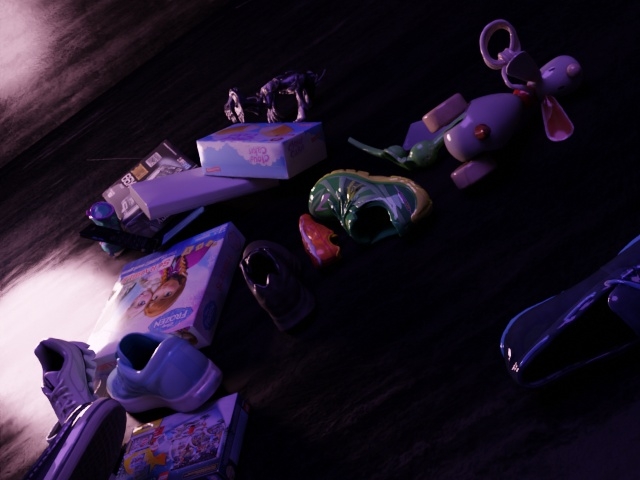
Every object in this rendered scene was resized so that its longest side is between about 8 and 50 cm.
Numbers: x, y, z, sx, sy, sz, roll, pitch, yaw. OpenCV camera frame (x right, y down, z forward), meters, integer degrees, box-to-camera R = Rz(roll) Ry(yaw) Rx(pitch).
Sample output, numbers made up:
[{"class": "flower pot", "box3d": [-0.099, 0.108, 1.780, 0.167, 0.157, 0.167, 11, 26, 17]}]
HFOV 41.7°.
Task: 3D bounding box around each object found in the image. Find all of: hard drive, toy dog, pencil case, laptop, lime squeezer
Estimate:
[{"class": "hard drive", "box3d": [0.237, -0.222, 1.719, 0.135, 0.022, 0.094, -14, 38, 35]}, {"class": "toy dog", "box3d": [0.339, -0.239, 1.486, 0.333, 0.220, 0.161, -54, 11, -10]}, {"class": "hard drive", "box3d": [-0.276, -0.129, 1.973, 0.308, 0.040, 0.203, -17, 24, -19]}, {"class": "pencil case", "box3d": [-0.543, -0.031, 2.145, 0.070, 0.151, 0.064, -9, 51, -4]}, {"class": "laptop", "box3d": [-0.410, -0.052, 1.977, 0.234, 0.264, 0.136, -147, 72, -80]}, {"class": "lime squeezer", "box3d": [0.174, -0.193, 1.682, 0.310, 0.059, 0.109, -11, 74, 36]}]

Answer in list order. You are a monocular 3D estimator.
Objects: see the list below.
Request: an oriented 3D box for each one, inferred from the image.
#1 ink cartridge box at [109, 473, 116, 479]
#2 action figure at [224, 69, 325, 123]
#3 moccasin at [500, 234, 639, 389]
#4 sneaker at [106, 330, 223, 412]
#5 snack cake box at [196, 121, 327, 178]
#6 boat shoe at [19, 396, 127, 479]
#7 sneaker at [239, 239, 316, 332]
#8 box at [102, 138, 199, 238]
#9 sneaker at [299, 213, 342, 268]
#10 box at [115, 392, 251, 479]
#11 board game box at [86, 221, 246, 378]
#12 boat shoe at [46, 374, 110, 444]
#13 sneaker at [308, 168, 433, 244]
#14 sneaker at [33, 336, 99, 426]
[{"class": "ink cartridge box", "box3d": [-0.429, 0.472, 1.425, 0.180, 0.060, 0.104, -33, 31, 6]}, {"class": "action figure", "box3d": [-0.102, -0.355, 2.148, 0.276, 0.140, 0.164, -19, 10, -25]}, {"class": "moccasin", "box3d": [0.388, 0.094, 1.041, 0.342, 0.138, 0.117, -39, 14, 23]}, {"class": "sneaker", "box3d": [-0.316, 0.220, 1.532, 0.366, 0.150, 0.135, -16, 29, 50]}, {"class": "snack cake box", "box3d": [-0.136, -0.210, 1.939, 0.264, 0.089, 0.152, 6, 25, 36]}, {"class": "boat shoe", "box3d": [-0.480, 0.439, 1.295, 0.500, 0.156, 0.187, -55, -14, 3]}, {"class": "sneaker", "box3d": [-0.098, 0.053, 1.588, 0.109, 0.130, 0.286, -40, 29, -1]}, {"class": "box", "box3d": [-0.444, -0.136, 2.256, 0.242, 0.076, 0.307, -41, 31, -6]}, {"class": "sneaker", "box3d": [0.000, 0.000, 1.642, 0.067, 0.064, 0.175, -18, 35, -7]}, {"class": "box", "box3d": [-0.233, 0.356, 1.395, 0.233, 0.044, 0.159, -22, 33, 24]}, {"class": "board game box", "box3d": [-0.334, 0.129, 1.789, 0.319, 0.066, 0.318, -21, 33, 26]}, {"class": "boat shoe", "box3d": [-0.478, 0.334, 1.662, 0.066, 0.063, 0.184, -6, 43, 42]}, {"class": "sneaker", "box3d": [0.071, -0.062, 1.587, 0.296, 0.109, 0.123, 4, 45, 48]}, {"class": "sneaker", "box3d": [-0.461, 0.304, 1.563, 0.110, 0.118, 0.292, -34, 58, 3]}]
